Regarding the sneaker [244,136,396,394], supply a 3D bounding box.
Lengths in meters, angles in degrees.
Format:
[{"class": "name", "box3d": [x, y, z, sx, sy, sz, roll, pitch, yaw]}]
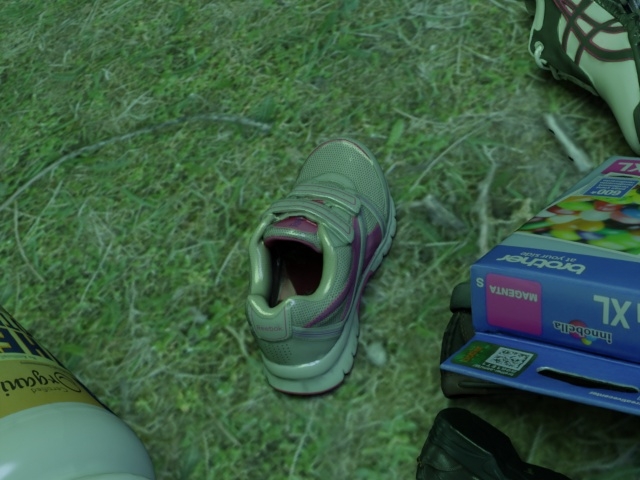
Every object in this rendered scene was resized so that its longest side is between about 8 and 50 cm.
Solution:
[{"class": "sneaker", "box3d": [0.000, 0.000, 0.820, 0.103, 0.111, 0.252, 0, 55, 17]}]

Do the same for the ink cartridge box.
[{"class": "ink cartridge box", "box3d": [0.234, 0.017, 0.657, 0.186, 0.065, 0.311, 10, 29, 35]}]

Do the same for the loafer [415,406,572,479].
[{"class": "loafer", "box3d": [0.144, 0.192, 0.679, 0.170, 0.062, 0.061, 36, 110, 28]}]

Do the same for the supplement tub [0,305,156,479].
[{"class": "supplement tub", "box3d": [-0.266, 0.181, 0.699, 0.316, 0.228, 0.228, 33, 70, 33]}]

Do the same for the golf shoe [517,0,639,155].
[{"class": "golf shoe", "box3d": [0.267, -0.171, 0.887, 0.120, 0.105, 0.272, -29, 49, 31]}]

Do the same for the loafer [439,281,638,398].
[{"class": "loafer", "box3d": [0.230, 0.104, 0.693, 0.303, 0.109, 0.095, 11, 78, 31]}]
